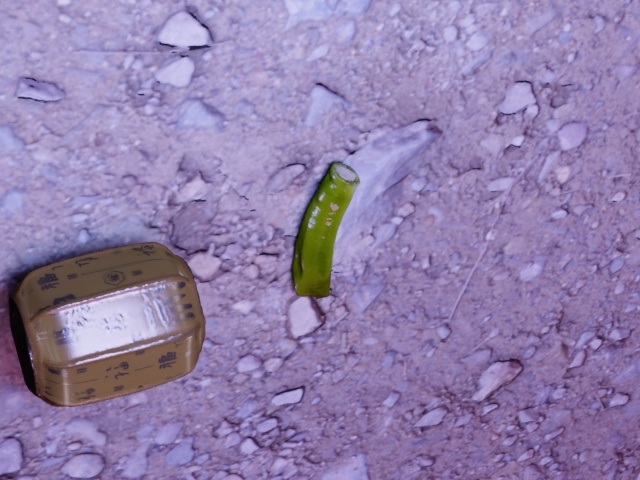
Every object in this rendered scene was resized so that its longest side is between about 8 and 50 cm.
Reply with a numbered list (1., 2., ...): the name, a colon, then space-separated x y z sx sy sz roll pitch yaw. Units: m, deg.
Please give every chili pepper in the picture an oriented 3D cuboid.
1. chili pepper: 0.000 0.000 1.742 0.052 0.050 0.201 16 129 1

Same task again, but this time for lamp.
1. lamp: -0.221 0.087 1.599 0.185 0.161 0.161 -11 134 -21
